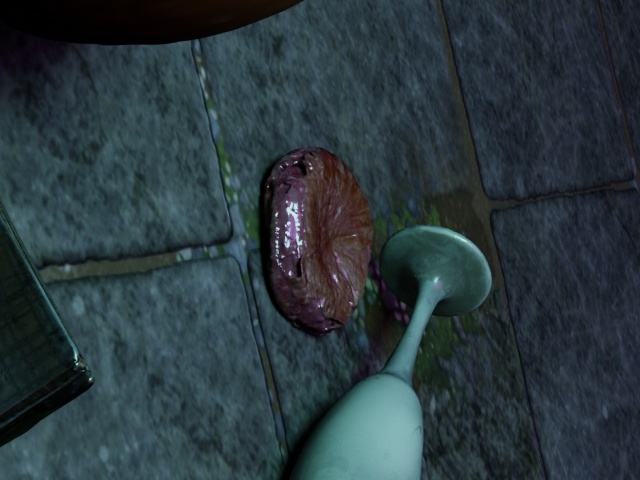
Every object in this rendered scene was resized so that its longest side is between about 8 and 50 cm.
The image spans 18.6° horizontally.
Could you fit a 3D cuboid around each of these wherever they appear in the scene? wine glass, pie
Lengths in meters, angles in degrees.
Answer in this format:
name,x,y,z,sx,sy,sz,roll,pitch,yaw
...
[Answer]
name,x,y,z,sx,sy,sz,roll,pitch,yaw
wine glass,0.084,0.185,1.563,0.264,0.096,0.309,65,31,-31
pie,0.000,0.000,1.542,0.153,0.038,0.153,31,54,-55

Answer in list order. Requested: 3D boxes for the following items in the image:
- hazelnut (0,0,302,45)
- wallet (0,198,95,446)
name,x,y,z,sx,sy,sz,roll,pitch,yaw
hazelnut,-0.099,-0.299,1.107,0.429,0.402,0.402,70,20,-60
wallet,-0.236,-0.033,0.852,0.317,0.169,0.044,60,7,17
